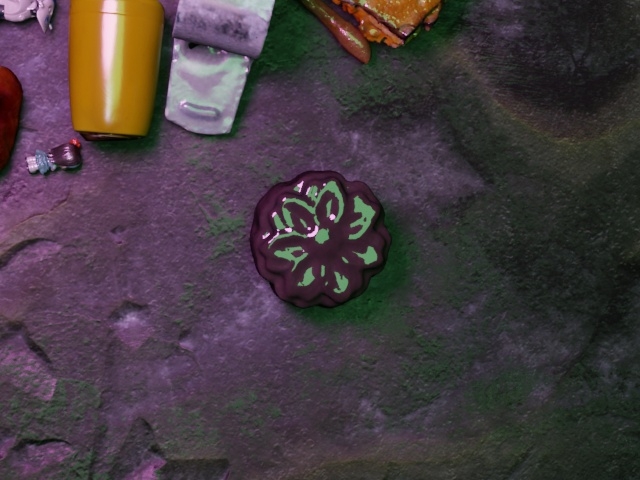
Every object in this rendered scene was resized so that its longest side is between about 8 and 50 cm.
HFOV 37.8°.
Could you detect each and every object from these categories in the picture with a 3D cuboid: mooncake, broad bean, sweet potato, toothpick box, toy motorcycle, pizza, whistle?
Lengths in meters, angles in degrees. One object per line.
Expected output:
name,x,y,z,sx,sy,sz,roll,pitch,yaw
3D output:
mooncake,0.000,0.000,1.852,0.283,0.141,0.283,-1,93,-10
broad bean,-0.633,-0.217,1.725,0.122,0.156,0.228,21,95,30
sweet potato,0.026,-0.440,1.887,0.214,0.050,0.050,41,84,-11
toothpick box,-0.385,-0.319,1.747,0.175,0.175,0.271,3,94,-12
toy motorcycle,-0.590,-0.432,1.743,0.221,0.102,0.150,-31,77,-12
pizza,0.151,-0.526,1.876,0.409,0.114,0.277,-16,91,-13
whistle,-0.193,-0.397,1.757,0.168,0.404,0.188,12,47,-11

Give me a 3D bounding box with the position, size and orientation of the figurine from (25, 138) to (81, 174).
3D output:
figurine,-0.511,-0.159,1.791,0.106,0.047,0.060,-13,58,-4
